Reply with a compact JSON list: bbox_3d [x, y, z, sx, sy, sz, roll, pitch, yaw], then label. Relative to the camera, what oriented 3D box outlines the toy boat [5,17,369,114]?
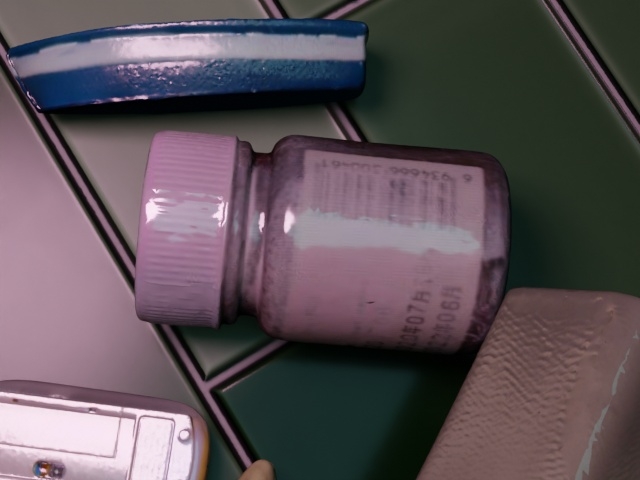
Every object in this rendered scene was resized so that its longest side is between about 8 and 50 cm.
[{"bbox_3d":[-0.108,-0.141,0.975,0.299,0.096,0.061,-3,88,-3],"label":"toy boat"}]

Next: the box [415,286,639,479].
[{"bbox_3d":[0.212,0.260,0.823,0.352,0.177,0.343,35,74,-25],"label":"box"}]

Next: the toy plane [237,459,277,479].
[{"bbox_3d":[-0.081,0.292,0.892,0.242,0.104,0.256,14,84,14],"label":"toy plane"}]

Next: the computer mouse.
[{"bbox_3d":[-0.186,0.166,0.929,0.199,0.045,0.102,6,76,1],"label":"computer mouse"}]

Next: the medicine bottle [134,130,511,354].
[{"bbox_3d":[0.000,0.000,0.918,0.273,0.165,0.165,5,79,-2],"label":"medicine bottle"}]
